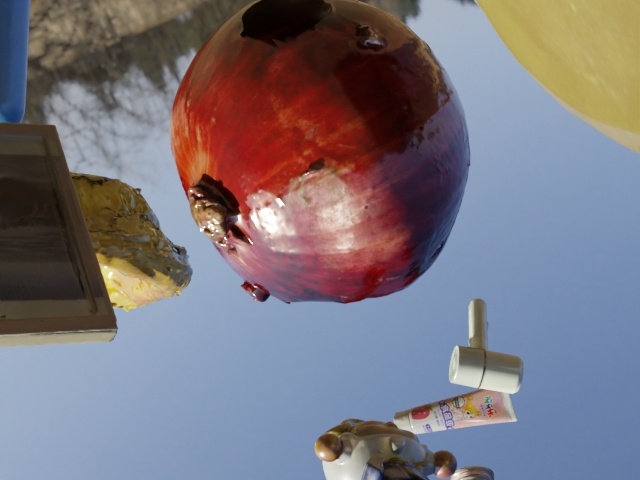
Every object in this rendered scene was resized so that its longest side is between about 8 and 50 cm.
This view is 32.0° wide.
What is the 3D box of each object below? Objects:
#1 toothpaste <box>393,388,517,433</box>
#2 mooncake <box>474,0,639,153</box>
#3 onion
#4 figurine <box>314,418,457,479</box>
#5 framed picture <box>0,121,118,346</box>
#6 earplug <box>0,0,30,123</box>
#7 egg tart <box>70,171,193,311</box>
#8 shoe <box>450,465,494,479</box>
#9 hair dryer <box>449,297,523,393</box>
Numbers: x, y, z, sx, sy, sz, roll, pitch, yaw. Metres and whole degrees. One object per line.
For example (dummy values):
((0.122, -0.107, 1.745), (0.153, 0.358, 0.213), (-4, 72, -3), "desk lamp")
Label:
((0.216, 0.281, 1.807), (0.194, 0.067, 0.043), (-16, -175, 19), "toothpaste")
((0.243, -0.258, 0.849), (0.200, 0.378, 0.378), (-38, -163, -5), "mooncake")
((0.003, -0.106, 1.170), (0.341, 0.341, 0.341), (-21, -164, 6), "onion")
((0.103, 0.316, 1.469), (0.193, 0.133, 0.274), (9, -176, -40), "figurine")
((-0.470, -0.017, 1.219), (0.446, 0.326, 0.028), (-1, 141, -34), "framed picture")
((-0.572, -0.318, 1.950), (0.132, 0.273, 0.132), (-2, 175, 0), "earplug")
((-0.368, -0.004, 1.577), (0.387, 0.169, 0.388), (2, 168, 1), "egg tart")
((0.259, 0.465, 1.856), (0.089, 0.180, 0.092), (-2, -148, -2), "shoe")
((0.202, 0.123, 1.367), (0.082, 0.047, 0.137), (10, -136, -5), "hair dryer")
